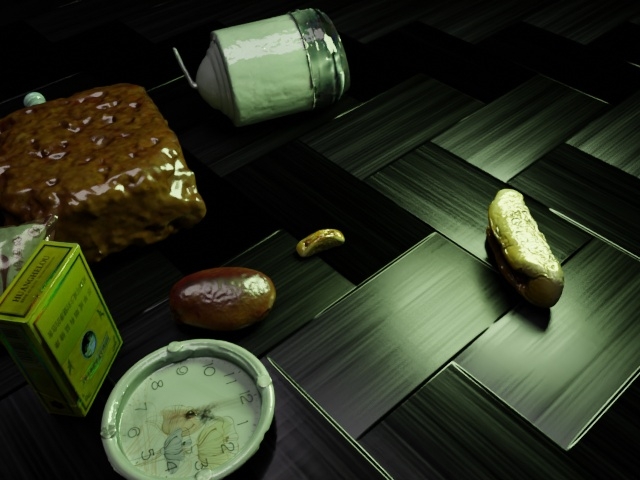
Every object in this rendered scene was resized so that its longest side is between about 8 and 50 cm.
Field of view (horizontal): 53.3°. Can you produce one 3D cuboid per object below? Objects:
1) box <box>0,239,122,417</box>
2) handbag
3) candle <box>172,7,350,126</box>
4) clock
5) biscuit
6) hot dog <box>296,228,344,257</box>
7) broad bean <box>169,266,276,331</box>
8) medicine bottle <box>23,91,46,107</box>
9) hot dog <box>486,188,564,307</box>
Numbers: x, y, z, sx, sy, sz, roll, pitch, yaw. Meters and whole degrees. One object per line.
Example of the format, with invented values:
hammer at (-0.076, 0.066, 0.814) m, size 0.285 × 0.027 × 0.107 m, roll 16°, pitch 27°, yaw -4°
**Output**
box at (-0.356, 0.127, 0.884) m, size 0.064 × 0.220 × 0.141 m, roll 6°, pitch 44°, yaw 9°
handbag at (-0.516, 0.074, 0.979) m, size 0.235 × 0.213 × 0.127 m, roll -4°, pitch 5°, yaw -5°
candle at (-0.123, -0.365, 1.383) m, size 0.342 × 0.221 × 0.221 m, roll -18°, pitch 46°, yaw -10°
clock at (-0.179, 0.241, 0.879) m, size 0.236 × 0.053 × 0.236 m, roll -2°, pitch 42°, yaw 2°
biscuit at (-0.434, -0.136, 1.196) m, size 0.343 × 0.166 × 0.395 m, roll -21°, pitch 46°, yaw -21°
hot dog at (0.000, 0.000, 1.131) m, size 0.090 × 0.034 × 0.030 m, roll -18°, pitch 47°, yaw -17°
broad bean at (-0.154, 0.092, 1.013) m, size 0.165 × 0.084 × 0.114 m, roll 3°, pitch 61°, yaw -4°
medicine bottle at (-0.610, -0.268, 1.417) m, size 0.051 × 0.051 × 0.191 m, roll -25°, pitch 49°, yaw -22°
hot dog at (0.330, 0.011, 1.073) m, size 0.073 × 0.084 × 0.242 m, roll -9°, pitch 45°, yaw -1°
